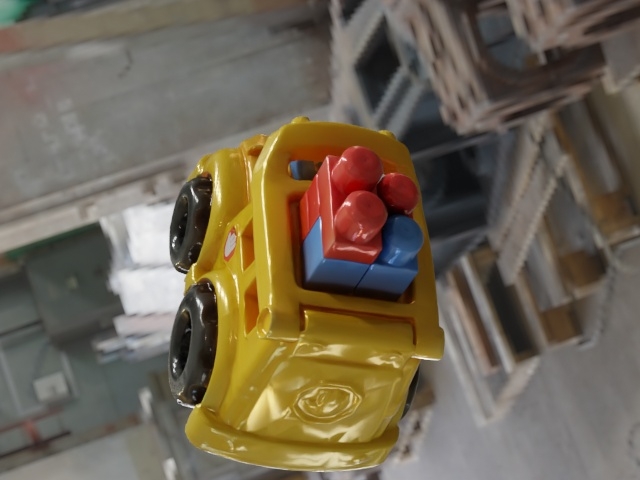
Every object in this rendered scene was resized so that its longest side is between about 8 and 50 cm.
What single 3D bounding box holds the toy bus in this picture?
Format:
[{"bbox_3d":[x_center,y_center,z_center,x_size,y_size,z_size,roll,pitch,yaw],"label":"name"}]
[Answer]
[{"bbox_3d":[0.000,0.000,0.931,0.211,0.149,0.220,118,154,-49],"label":"toy bus"}]
